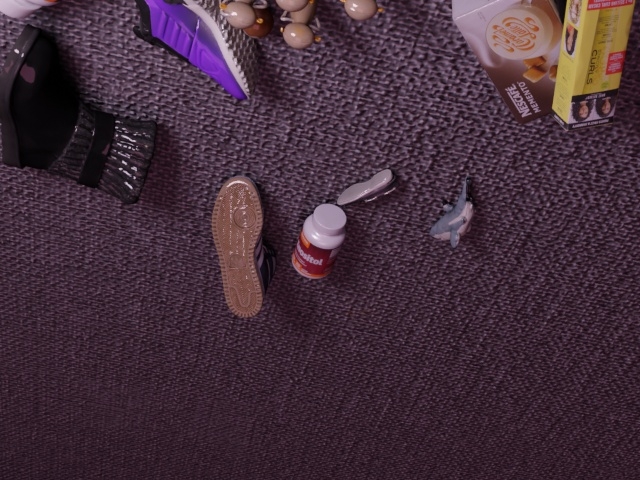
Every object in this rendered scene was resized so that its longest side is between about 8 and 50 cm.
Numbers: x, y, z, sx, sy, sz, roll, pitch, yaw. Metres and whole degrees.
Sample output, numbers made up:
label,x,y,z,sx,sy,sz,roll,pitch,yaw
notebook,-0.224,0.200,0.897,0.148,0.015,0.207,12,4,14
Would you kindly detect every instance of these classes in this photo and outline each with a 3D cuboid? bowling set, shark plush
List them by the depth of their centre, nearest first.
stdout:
label,x,y,z,sx,sy,sz,roll,pitch,yaw
bowling set,-0.060,-0.350,1.550,0.287,0.154,0.199,14,139,-10
shark plush,0.254,-0.051,1.953,0.067,0.073,0.161,31,148,16

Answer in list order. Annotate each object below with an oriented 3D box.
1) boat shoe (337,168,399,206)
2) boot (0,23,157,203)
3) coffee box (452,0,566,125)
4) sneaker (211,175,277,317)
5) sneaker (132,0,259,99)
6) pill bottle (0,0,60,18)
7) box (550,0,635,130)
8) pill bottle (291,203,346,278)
label,x,y,z,sx,sy,sz,roll,pitch,yaw
boat shoe,0.090,-0.091,1.927,0.125,0.046,0.038,-28,125,22
boot,-0.406,-0.211,1.762,0.260,0.131,0.348,17,149,-4
coffee box,0.320,-0.313,1.598,0.141,0.098,0.246,-19,134,25
sneaker,-0.146,-0.005,2.026,0.099,0.153,0.282,1,109,8
sneaker,-0.214,-0.337,1.634,0.146,0.102,0.293,-13,132,26
pill bottle,-0.397,-0.425,1.521,0.221,0.121,0.121,-25,131,30
box,0.405,-0.281,1.526,0.087,0.058,0.232,-10,127,-14
pill bottle,0.000,0.000,2.010,0.086,0.086,0.152,12,139,-8
